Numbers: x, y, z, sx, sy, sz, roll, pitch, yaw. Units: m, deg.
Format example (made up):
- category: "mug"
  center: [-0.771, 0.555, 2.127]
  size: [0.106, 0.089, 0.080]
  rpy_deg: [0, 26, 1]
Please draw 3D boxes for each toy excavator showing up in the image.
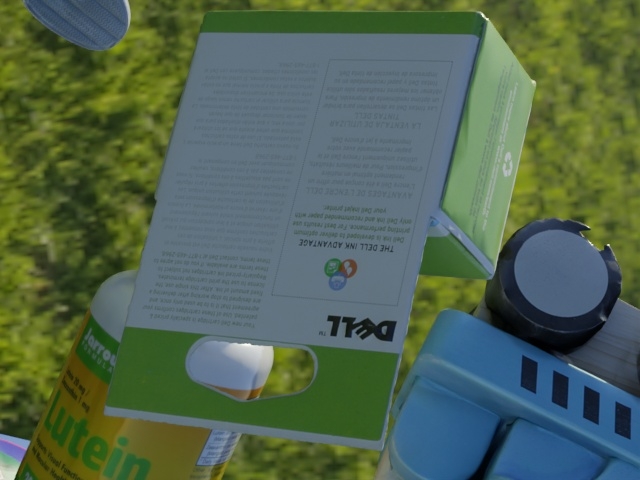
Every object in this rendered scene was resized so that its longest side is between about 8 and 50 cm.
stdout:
- category: "toy excavator"
  center: [0.106, 0.205, 1.476]
  size: [0.445, 0.433, 0.222]
  rpy_deg: [-63, 176, -26]

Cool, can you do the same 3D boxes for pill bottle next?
- category: "pill bottle"
  center: [-0.116, 0.106, 1.273]
  size: [0.136, 0.136, 0.245]
  rpy_deg: [9, 110, -51]

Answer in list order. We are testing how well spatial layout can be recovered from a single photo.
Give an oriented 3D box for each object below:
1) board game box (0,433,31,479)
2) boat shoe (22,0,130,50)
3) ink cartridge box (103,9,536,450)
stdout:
- category: "board game box"
  center: [-0.240, 0.307, 1.440]
  size: [0.233, 0.078, 0.347]
  rpy_deg: [21, 31, -42]
- category: "boat shoe"
  center: [-0.247, -0.263, 1.541]
  size: [0.226, 0.083, 0.076]
  rpy_deg: [48, 17, -25]
- category: "ink cartridge box"
  center: [0.000, 0.000, 1.035]
  size: [0.097, 0.189, 0.255]
  rpy_deg: [40, 59, -56]
